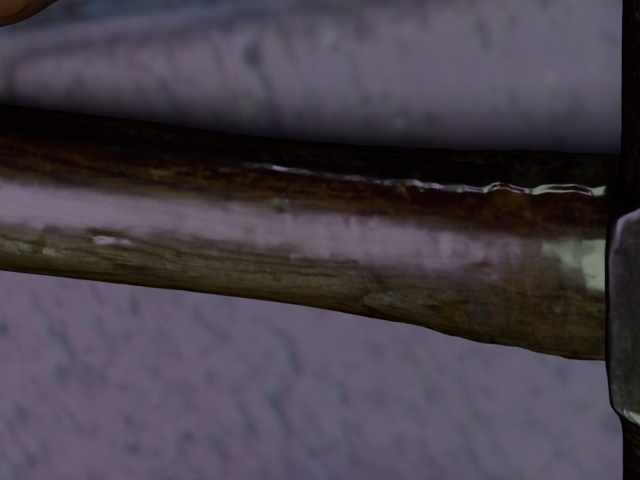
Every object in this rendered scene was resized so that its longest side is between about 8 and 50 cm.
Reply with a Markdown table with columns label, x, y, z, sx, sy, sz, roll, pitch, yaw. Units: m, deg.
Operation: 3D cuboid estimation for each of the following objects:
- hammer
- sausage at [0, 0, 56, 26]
| label | x | y | z | sx | sy | sz | roll | pitch | yaw |
| --- | --- | --- | --- | --- | --- | --- | --- | --- | --- |
| hammer | 0.000 | 0.000 | 0.554 | 0.409 | 0.095 | 0.242 | 6 | 109 | 21 |
| sausage | -0.007 | -0.140 | 0.519 | 0.304 | 0.078 | 0.078 | -16 | 101 | 21 |
